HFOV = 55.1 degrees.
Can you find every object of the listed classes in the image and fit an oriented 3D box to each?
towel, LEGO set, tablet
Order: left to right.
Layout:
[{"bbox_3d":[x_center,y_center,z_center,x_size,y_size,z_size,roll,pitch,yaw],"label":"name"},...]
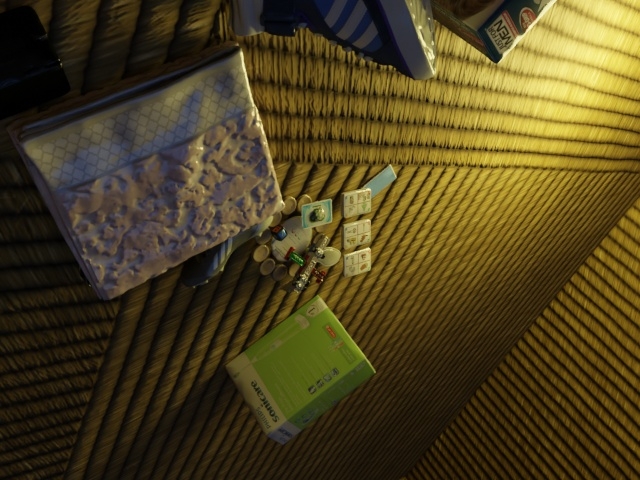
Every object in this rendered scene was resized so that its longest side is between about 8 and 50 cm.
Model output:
[{"bbox_3d":[-0.224,-0.091,0.896,0.331,0.053,0.317,-28,136,-17],"label":"towel"},{"bbox_3d":[0.000,0.000,1.235,0.244,0.060,0.183,-16,113,-37],"label":"LEGO set"},{"bbox_3d":[0.121,-0.120,1.290,0.083,0.006,0.054,-40,147,-1],"label":"tablet"}]

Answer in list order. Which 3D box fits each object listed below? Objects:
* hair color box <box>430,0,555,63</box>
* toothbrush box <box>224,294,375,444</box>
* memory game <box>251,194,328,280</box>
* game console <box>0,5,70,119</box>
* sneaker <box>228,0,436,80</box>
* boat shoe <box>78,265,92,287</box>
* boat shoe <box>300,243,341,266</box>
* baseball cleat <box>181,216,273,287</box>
[{"bbox_3d":[0.315,-0.461,0.916,0.347,0.174,0.105,-48,146,13],"label":"hair color box"},{"bbox_3d":[-0.048,0.304,1.449,0.283,0.206,0.122,-37,148,-5],"label":"toothbrush box"},{"bbox_3d":[-0.058,-0.004,1.205,0.186,0.012,0.186,-23,129,-32],"label":"memory game"},{"bbox_3d":[-0.367,-0.198,0.706,0.122,0.071,0.107,-29,116,-17],"label":"game console"},{"bbox_3d":[0.002,-0.307,0.804,0.236,0.130,0.323,-8,155,27],"label":"sneaker"},{"bbox_3d":[-0.340,0.017,0.965,0.048,0.042,0.133,6,125,-45],"label":"boat shoe"},{"bbox_3d":[-0.008,0.029,1.312,0.125,0.038,0.046,0,115,-45],"label":"boat shoe"},{"bbox_3d":[-0.183,-0.009,1.081,0.206,0.072,0.109,-42,134,-4],"label":"baseball cleat"}]
